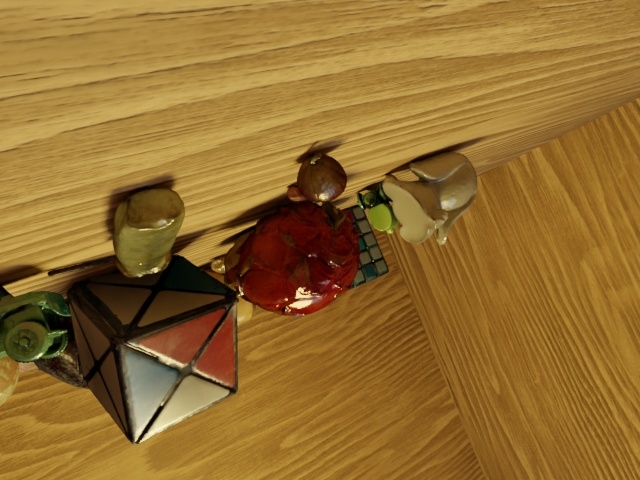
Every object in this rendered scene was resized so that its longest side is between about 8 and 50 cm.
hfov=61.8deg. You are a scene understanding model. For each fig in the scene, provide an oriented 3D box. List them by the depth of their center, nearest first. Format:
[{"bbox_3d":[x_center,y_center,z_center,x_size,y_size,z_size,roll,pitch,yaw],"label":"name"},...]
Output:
[{"bbox_3d":[-0.006,-0.120,0.918,0.089,0.089,0.125,-22,150,5],"label":"fig"}]

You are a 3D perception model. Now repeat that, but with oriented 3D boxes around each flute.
[{"bbox_3d":[-0.428,0.038,1.106,0.014,0.014,0.269,-25,175,39],"label":"flute"}]

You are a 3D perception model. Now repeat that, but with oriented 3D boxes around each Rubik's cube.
[{"bbox_3d":[-0.401,0.240,1.306,0.307,0.305,0.310,-20,-148,-40],"label":"Rubik's cube"},{"bbox_3d":[0.038,0.064,2.065,0.287,0.292,0.293,-19,174,-28],"label":"Rubik's cube"}]

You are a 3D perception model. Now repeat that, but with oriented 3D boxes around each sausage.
[{"bbox_3d":[-0.041,-0.104,1.186,0.035,0.030,0.147,-23,176,14],"label":"sausage"}]

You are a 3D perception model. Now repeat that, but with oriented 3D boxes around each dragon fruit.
[{"bbox_3d":[-0.055,0.048,1.313,0.342,0.277,0.277,-46,169,17],"label":"dragon fruit"}]

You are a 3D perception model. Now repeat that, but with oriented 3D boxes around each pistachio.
[{"bbox_3d":[-0.377,0.217,1.986,0.230,0.309,0.230,-43,152,-30],"label":"pistachio"}]

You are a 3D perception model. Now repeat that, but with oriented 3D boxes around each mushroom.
[{"bbox_3d":[-0.279,-0.008,0.854,0.100,0.081,0.312,-24,173,-25],"label":"mushroom"}]

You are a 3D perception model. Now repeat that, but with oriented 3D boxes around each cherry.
[{"bbox_3d":[-0.691,0.291,1.514,0.218,0.296,0.255,-51,-175,-25],"label":"cherry"}]

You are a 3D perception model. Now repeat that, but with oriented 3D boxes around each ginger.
[{"bbox_3d":[-0.240,0.091,1.964,0.334,0.081,0.148,23,109,-44],"label":"ginger"}]

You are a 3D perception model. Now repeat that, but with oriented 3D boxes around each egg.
[{"bbox_3d":[-0.836,0.315,1.289,0.203,0.203,0.245,-19,151,-39],"label":"egg"}]

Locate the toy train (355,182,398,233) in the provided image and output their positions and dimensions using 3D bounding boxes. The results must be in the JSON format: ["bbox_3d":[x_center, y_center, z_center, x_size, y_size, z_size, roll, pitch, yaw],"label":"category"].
[{"bbox_3d":[0.196,-0.094,1.716,0.105,0.157,0.253,-23,177,14],"label":"toy train"}]

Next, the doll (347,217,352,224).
[{"bbox_3d":[0.000,0.000,1.724,0.213,0.213,0.236,-21,-173,-8],"label":"doll"}]

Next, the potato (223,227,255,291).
[{"bbox_3d":[-0.136,0.028,1.557,0.369,0.195,0.176,-34,-165,27],"label":"potato"}]

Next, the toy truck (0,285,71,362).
[{"bbox_3d":[-0.583,0.164,0.917,0.279,0.156,0.155,-22,177,-14],"label":"toy truck"}]

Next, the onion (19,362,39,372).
[{"bbox_3d":[-0.921,0.317,1.668,0.250,0.111,0.247,-4,142,-43],"label":"onion"}]

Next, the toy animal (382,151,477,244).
[{"bbox_3d":[0.345,-0.138,1.554,0.265,0.271,0.206,-34,-153,-23],"label":"toy animal"}]
